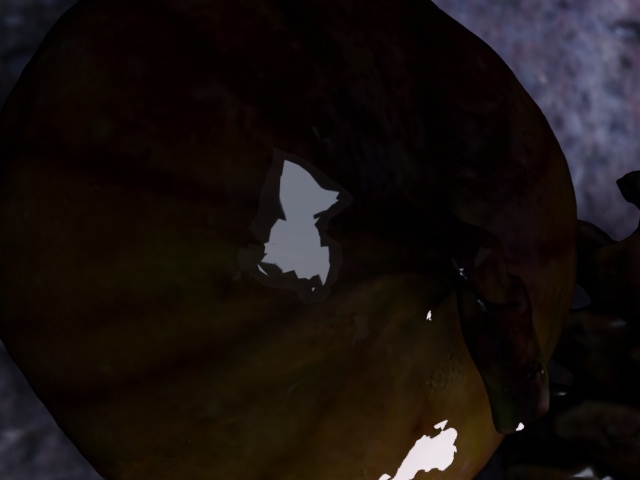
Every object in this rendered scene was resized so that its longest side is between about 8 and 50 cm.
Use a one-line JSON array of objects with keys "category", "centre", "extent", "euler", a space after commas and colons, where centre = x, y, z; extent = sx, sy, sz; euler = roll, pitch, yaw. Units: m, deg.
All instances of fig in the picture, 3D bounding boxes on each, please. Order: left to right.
[{"category": "fig", "centre": [-0.008, -0.003, 0.654], "extent": [0.235, 0.214, 0.235], "euler": [5, 65, -11]}]

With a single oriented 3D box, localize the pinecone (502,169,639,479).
[{"category": "pinecone", "centre": [0.183, 0.095, 0.739], "extent": [0.224, 0.224, 0.272], "euler": [16, 71, -26]}]
